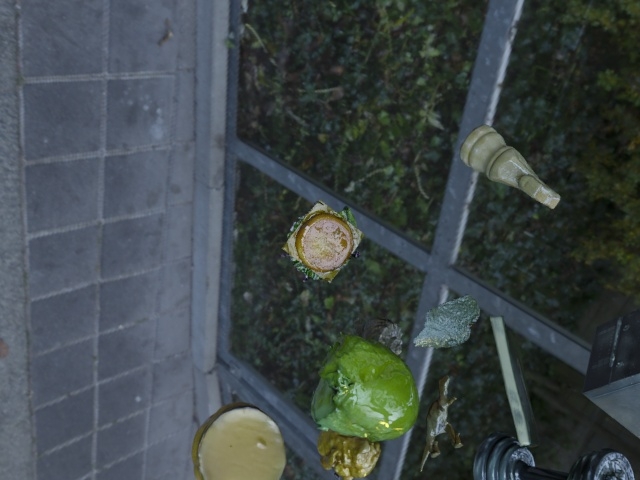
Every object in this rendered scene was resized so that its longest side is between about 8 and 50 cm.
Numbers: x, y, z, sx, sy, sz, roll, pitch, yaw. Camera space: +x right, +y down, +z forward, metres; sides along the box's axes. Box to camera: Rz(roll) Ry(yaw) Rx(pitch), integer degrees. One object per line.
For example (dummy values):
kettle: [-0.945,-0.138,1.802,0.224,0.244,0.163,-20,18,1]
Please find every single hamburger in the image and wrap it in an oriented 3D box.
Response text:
hamburger: [-0.240,0.601,1.855,0.276,0.276,0.237,-38,-178,-25]
hamburger: [0.004,-0.001,1.511,0.189,0.093,0.164,-41,105,-1]

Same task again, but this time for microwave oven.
microwave oven: [0.934,0.319,1.607,0.432,0.374,0.236,-43,-170,51]

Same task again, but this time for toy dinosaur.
toy dinosaur: [0.206,0.334,1.205,0.039,0.126,0.162,9,142,-20]

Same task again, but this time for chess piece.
chess piece: [0.361,-0.133,1.250,0.090,0.200,0.090,-25,140,-23]

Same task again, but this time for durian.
durian: [0.105,0.356,1.554,0.340,0.204,0.256,22,132,-26]

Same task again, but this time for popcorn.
popcorn: [0.090,0.720,2.287,0.253,0.190,0.191,-42,-161,32]

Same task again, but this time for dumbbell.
dumbbell: [0.521,0.541,1.497,0.179,0.406,0.179,5,82,-36]

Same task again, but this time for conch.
conch: [0.157,0.281,1.836,0.130,0.207,0.155,-20,113,-33]

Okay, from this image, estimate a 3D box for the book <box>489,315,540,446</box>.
book: [0.430,0.322,1.456,0.043,0.260,0.371,-14,159,16]

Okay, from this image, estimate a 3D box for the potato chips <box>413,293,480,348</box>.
potato chips: [0.413,0.272,2.150,0.228,0.167,0.059,-63,-175,15]
